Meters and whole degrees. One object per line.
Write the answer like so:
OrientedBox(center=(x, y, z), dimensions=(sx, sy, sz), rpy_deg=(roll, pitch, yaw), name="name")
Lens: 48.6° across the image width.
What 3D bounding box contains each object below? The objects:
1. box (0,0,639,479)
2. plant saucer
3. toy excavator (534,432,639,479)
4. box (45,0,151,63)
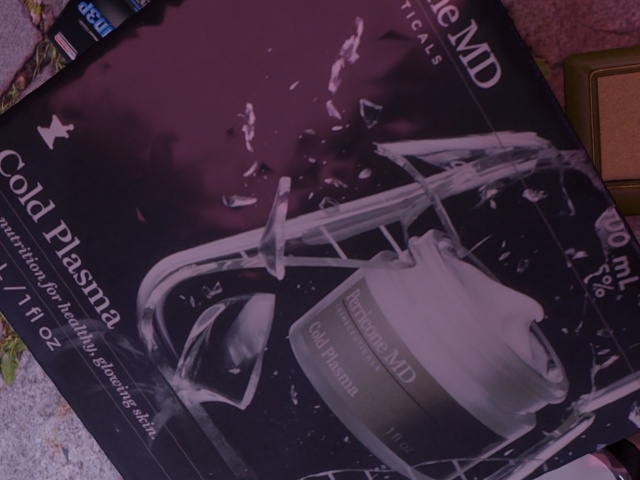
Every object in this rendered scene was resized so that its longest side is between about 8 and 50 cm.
OrientedBox(center=(0.000, 0.000, 0.677), dimensions=(0.471, 0.297, 0.480), rpy_deg=(-31, 98, 14), name="box")
OrientedBox(center=(0.360, -0.122, 0.758), dimensions=(0.188, 0.045, 0.188), rpy_deg=(-3, 90, 24), name="plant saucer")
OrientedBox(center=(0.361, 0.402, 0.699), dimensions=(0.432, 0.222, 0.446), rpy_deg=(23, 112, 25), name="toy excavator")
OrientedBox(center=(-0.282, -0.291, 1.038), dimensions=(0.175, 0.051, 0.220), rpy_deg=(-46, 74, 18), name="box")
